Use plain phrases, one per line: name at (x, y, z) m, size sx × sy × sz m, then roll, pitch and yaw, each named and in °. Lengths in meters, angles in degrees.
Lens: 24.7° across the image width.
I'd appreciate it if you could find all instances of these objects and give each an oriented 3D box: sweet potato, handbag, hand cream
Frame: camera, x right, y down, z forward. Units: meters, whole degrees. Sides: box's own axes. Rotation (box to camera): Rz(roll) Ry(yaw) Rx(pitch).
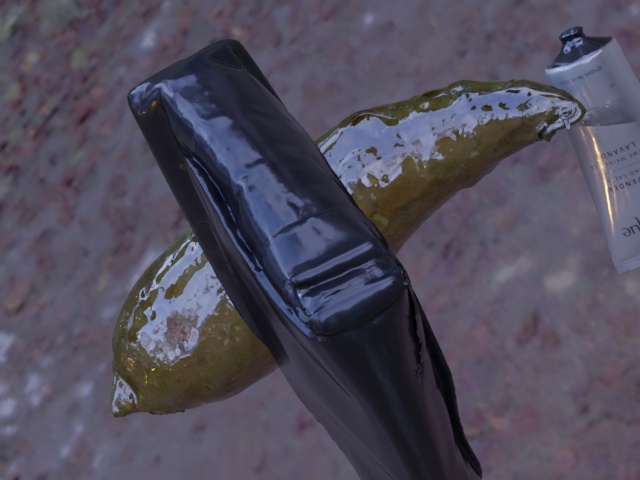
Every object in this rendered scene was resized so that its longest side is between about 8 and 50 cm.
sweet potato at (0.001, -0.005, 1.073) m, size 0.423 × 0.130 × 0.130 m, roll -35°, pitch 40°, yaw 16°
handbag at (0.008, 0.032, 0.751) m, size 0.080 × 0.247 × 0.223 m, roll -33°, pitch 47°, yaw -7°
hand cream at (0.218, -0.069, 1.058) m, size 0.087 × 0.186 × 0.054 m, roll -22°, pitch 12°, yaw 27°
